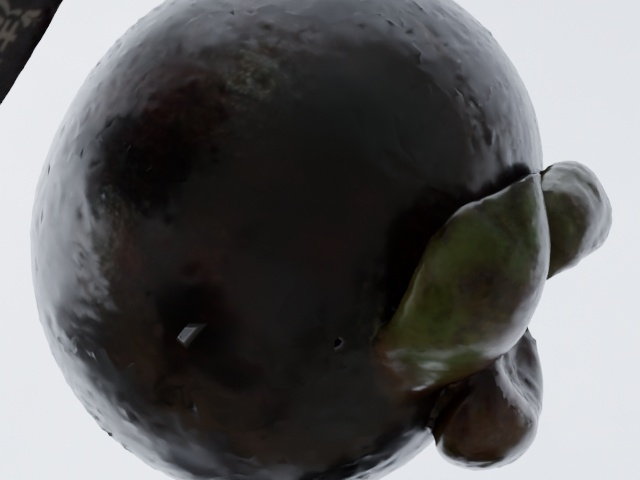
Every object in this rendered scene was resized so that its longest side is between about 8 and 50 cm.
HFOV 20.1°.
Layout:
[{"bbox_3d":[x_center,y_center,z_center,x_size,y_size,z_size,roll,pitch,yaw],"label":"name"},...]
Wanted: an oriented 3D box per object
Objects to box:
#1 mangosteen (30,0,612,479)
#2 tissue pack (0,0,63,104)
[{"bbox_3d":[0.000,0.000,0.898,0.288,0.288,0.288,-2,-77,-7],"label":"mangosteen"},{"bbox_3d":[-0.221,-0.094,0.709,0.235,0.073,0.173,0,-44,-49],"label":"tissue pack"}]
